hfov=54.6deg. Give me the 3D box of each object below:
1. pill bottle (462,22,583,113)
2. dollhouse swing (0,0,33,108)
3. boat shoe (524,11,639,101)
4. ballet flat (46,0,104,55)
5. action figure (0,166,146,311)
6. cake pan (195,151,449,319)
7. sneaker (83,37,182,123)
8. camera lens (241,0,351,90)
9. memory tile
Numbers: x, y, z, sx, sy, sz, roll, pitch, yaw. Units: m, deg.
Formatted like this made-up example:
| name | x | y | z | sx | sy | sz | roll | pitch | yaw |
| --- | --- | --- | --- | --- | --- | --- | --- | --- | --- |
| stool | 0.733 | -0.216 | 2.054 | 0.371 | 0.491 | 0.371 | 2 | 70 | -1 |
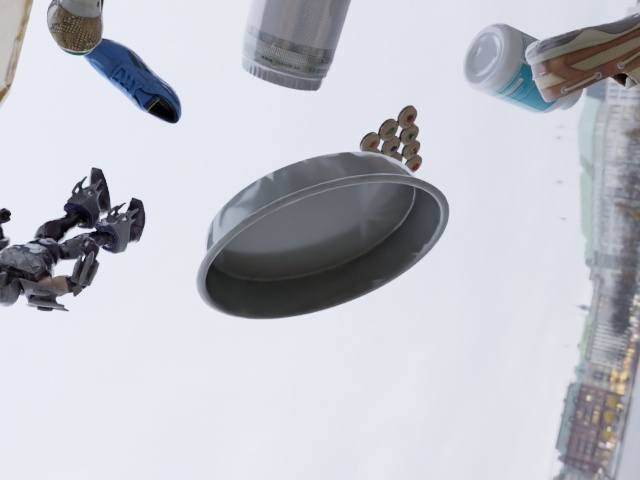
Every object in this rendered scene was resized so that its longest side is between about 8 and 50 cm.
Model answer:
| name | x | y | z | sx | sy | sz | roll | pitch | yaw |
| --- | --- | --- | --- | --- | --- | --- | --- | --- | --- |
| pill bottle | 0.452 | -0.364 | 1.357 | 0.264 | 0.146 | 0.146 | 12 | -91 | -29 |
| dollhouse swing | -0.650 | -0.388 | 1.027 | 0.346 | 0.315 | 0.305 | -56 | 4 | 32 |
| boat shoe | 0.507 | -0.308 | 1.017 | 0.123 | 0.325 | 0.116 | -55 | -49 | -75 |
| ballet flat | -0.319 | -0.325 | 0.823 | 0.073 | 0.206 | 0.067 | 8 | -46 | -26 |
| action figure | -0.360 | 0.004 | 0.841 | 0.285 | 0.186 | 0.099 | -55 | -12 | -58 |
| cake pan | 0.000 | 0.000 | 0.705 | 0.293 | 0.293 | 0.054 | 39 | -153 | -59 |
| sneaker | -0.337 | -0.288 | 1.132 | 0.069 | 0.082 | 0.209 | -42 | -52 | 14 |
| camera lens | -0.055 | -0.509 | 1.426 | 0.219 | 0.220 | 0.274 | -28 | -38 | -55 |
| memory tile | 0.115 | -0.136 | 0.989 | 0.113 | 0.012 | 0.148 | -35 | -35 | -11 |
